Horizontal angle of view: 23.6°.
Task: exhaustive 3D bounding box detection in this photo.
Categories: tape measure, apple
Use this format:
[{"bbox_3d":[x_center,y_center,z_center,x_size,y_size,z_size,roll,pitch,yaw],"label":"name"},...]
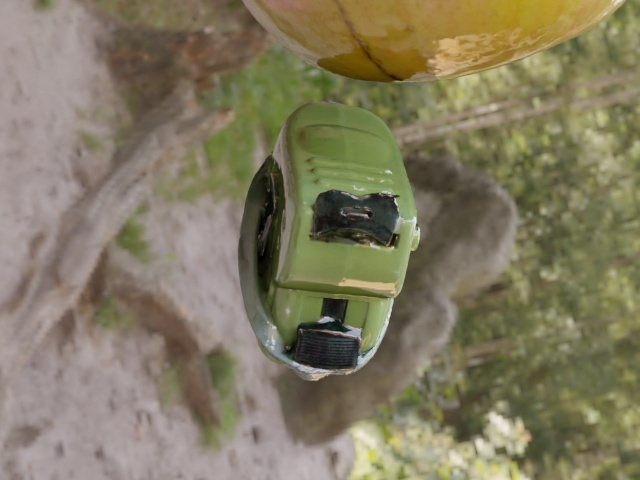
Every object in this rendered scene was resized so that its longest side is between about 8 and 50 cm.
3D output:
[{"bbox_3d":[0.000,0.000,0.997,0.200,0.106,0.175,-102,-160,-60],"label":"tape measure"},{"bbox_3d":[0.063,-0.222,0.901,0.286,0.286,0.233,-66,145,-68],"label":"apple"}]
